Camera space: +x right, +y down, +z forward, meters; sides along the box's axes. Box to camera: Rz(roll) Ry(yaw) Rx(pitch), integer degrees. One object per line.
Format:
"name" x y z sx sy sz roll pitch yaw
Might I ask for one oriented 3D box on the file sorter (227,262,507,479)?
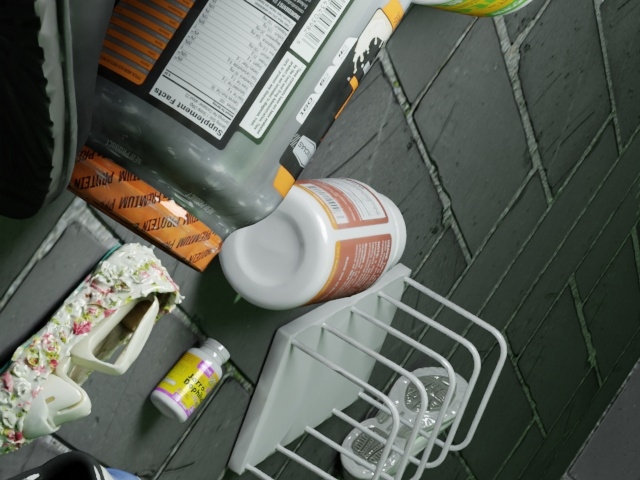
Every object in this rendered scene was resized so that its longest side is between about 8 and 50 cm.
"file sorter" 0.061 0.180 2.138 0.278 0.173 0.192 -25 141 -55

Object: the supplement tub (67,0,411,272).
"supplement tub" -0.065 -0.147 1.378 0.316 0.194 0.193 -57 159 -4

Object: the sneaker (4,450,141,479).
"sneaker" -0.276 0.307 1.645 0.315 0.127 0.182 -59 157 -20

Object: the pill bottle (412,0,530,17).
"pill bottle" 0.141 -0.279 1.740 0.136 0.136 0.246 -64 158 13

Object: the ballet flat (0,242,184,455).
"ballet flat" -0.206 0.100 1.562 0.241 0.077 0.091 -51 158 -19

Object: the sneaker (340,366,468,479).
"sneaker" 0.105 0.256 2.482 0.232 0.090 0.115 -35 156 -30

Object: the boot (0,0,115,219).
"boot" -0.138 -0.199 1.231 0.260 0.131 0.348 -39 151 -42

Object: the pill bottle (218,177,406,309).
"pill bottle" 0.000 0.000 1.824 0.216 0.121 0.121 -7 125 -64

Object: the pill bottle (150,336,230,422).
"pill bottle" -0.126 0.135 1.833 0.083 0.043 0.043 -51 158 -21
